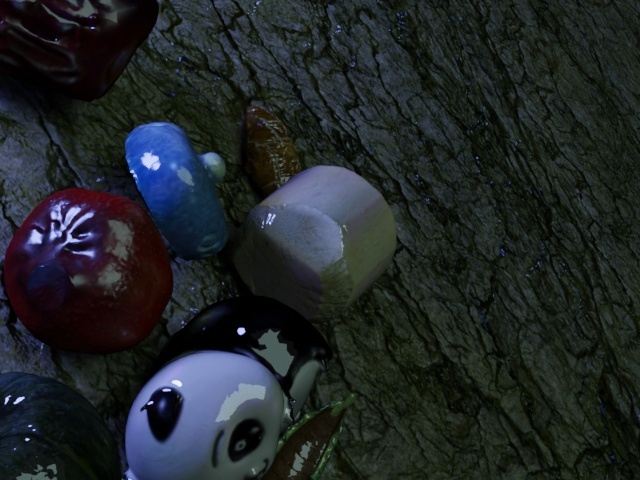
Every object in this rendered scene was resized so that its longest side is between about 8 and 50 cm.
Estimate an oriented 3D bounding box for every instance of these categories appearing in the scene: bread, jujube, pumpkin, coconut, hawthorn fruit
[{"bbox_3d":[-0.083,-0.147,1.893,0.105,0.076,0.233,2,64,-45],"label":"bread"},{"bbox_3d":[-0.426,-0.350,1.566,0.376,0.258,0.258,13,58,-24],"label":"jujube"},{"bbox_3d":[-0.376,0.272,1.198,0.300,0.300,0.207,-47,135,-47],"label":"pumpkin"},{"bbox_3d":[0.000,0.000,1.770,0.239,0.239,0.244,53,48,-6],"label":"coconut"},{"bbox_3d":[-0.294,0.061,1.480,0.266,0.210,0.230,39,39,-39],"label":"hawthorn fruit"}]

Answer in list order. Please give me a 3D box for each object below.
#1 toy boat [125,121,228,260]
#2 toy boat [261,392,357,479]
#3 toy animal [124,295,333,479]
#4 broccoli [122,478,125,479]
[{"bbox_3d":[-0.193,-0.082,1.595,0.330,0.123,0.215,82,-16,-83],"label":"toy boat"},{"bbox_3d":[-0.041,0.349,1.632,0.108,0.099,0.293,48,51,-14],"label":"toy boat"},{"bbox_3d":[-0.145,0.233,1.496,0.251,0.251,0.310,55,35,-4],"label":"toy animal"},{"bbox_3d":[-0.222,0.400,1.319,0.248,0.245,0.288,-46,114,-74],"label":"broccoli"}]
